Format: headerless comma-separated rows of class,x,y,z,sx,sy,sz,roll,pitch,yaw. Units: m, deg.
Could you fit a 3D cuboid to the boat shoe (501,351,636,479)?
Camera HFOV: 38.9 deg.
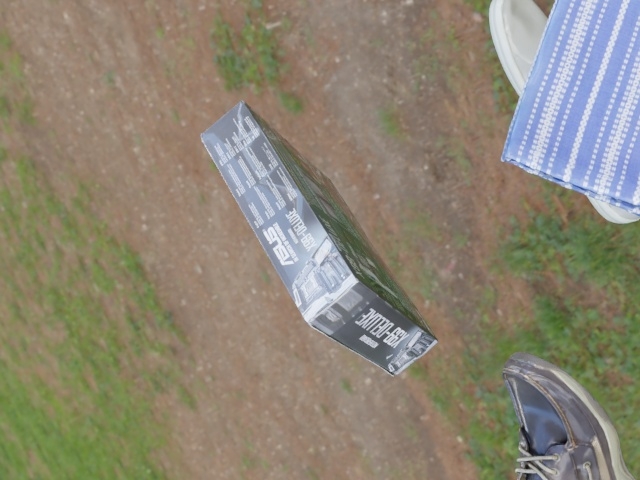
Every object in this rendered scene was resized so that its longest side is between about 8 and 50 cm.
boat shoe,0.359,0.322,1.318,0.355,0.130,0.132,56,159,-16

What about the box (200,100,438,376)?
box,0.000,0.000,1.110,0.242,0.076,0.307,37,-163,-56

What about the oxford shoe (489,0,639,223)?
oxford shoe,0.440,-0.234,1.501,0.449,0.169,0.130,55,144,-5

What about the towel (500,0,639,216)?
towel,0.377,-0.130,0.921,0.335,0.243,0.040,21,170,3
